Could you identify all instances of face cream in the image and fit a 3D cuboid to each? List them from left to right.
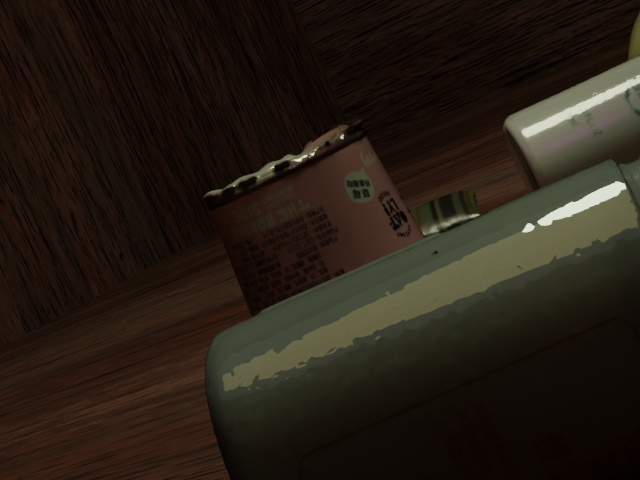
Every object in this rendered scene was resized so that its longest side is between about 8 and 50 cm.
[{"bbox_3d":[0.094,0.027,0.525,0.251,0.101,0.101,-24,5,9],"label":"face cream"},{"bbox_3d":[0.281,-0.107,1.110,0.311,0.092,0.092,-24,5,2],"label":"face cream"}]

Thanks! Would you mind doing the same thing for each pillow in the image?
[{"bbox_3d":[0.038,0.017,1.335,0.203,0.038,0.113,-26,8,7],"label":"pillow"}]

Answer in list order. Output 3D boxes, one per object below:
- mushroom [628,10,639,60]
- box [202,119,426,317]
[{"bbox_3d":[0.337,-0.176,1.437,0.148,0.148,0.112,-22,-34,39],"label":"mushroom"},{"bbox_3d":[0.000,0.000,1.129,0.151,0.135,0.151,-26,3,1],"label":"box"}]
